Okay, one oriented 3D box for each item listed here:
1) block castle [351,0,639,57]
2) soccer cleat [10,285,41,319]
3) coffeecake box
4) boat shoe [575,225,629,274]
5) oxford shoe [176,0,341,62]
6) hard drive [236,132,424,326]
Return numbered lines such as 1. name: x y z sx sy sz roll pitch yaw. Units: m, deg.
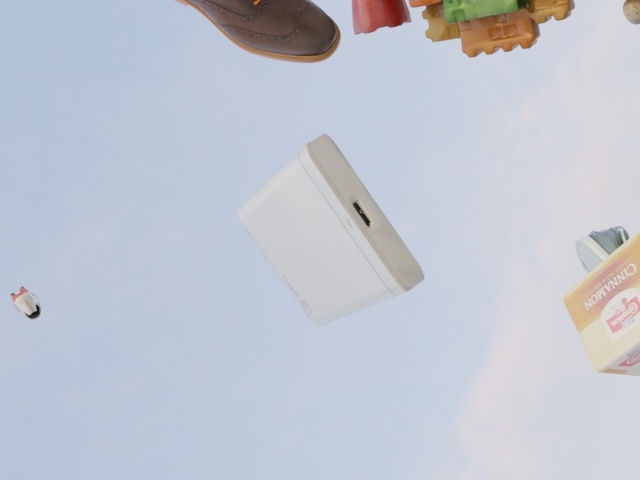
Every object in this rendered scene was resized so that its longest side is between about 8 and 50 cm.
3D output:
1. block castle: 0.282 -0.385 1.367 0.303 0.453 0.212 -29 -69 -48
2. soccer cleat: -0.331 0.076 1.123 0.029 0.083 0.035 -36 -95 -16
3. coffeecake box: 0.290 0.036 0.698 0.186 0.142 0.068 9 -132 -34
4. boat shoe: 0.577 0.085 1.729 0.099 0.319 0.116 -26 -43 -11
5. oxford shoe: -0.099 -0.299 1.199 0.271 0.098 0.096 25 -98 -3
6. hard drive: 0.000 0.000 1.437 0.047 0.353 0.233 -35 -89 -22
